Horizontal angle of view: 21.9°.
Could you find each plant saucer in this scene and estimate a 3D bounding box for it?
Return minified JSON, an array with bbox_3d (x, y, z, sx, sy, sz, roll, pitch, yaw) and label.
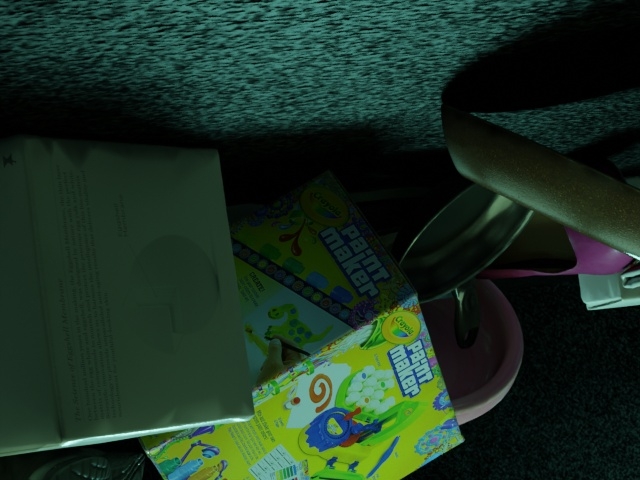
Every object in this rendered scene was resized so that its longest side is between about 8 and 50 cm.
[{"bbox_3d":[0.225,-0.021,1.276,0.310,0.050,0.310,26,-176,-2],"label":"plant saucer"},{"bbox_3d":[0.064,0.113,1.903,0.332,0.332,0.084,-5,130,-24],"label":"plant saucer"}]

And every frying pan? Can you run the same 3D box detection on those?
[{"bbox_3d":[0.165,0.002,1.706,0.197,0.053,0.326,-43,156,5],"label":"frying pan"}]

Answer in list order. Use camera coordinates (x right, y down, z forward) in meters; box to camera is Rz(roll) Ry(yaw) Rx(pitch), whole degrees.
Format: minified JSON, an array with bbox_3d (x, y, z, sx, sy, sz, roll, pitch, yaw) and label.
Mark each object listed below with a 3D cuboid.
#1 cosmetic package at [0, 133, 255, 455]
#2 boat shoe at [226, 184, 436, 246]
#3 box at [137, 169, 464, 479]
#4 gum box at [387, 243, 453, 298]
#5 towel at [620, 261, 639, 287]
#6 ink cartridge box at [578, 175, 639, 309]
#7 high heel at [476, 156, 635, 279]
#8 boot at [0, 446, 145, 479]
[{"bbox_3d":[-0.183,0.044,1.274,0.138,0.224,0.224,-12,172,33],"label":"cosmetic package"},{"bbox_3d":[0.000,0.001,1.722,0.305,0.091,0.109,-8,173,-1],"label":"boat shoe"},{"bbox_3d":[-0.039,0.136,1.598,0.279,0.177,0.290,-29,143,-6],"label":"box"},{"bbox_3d":[0.036,0.023,1.849,0.184,0.041,0.157,-5,-153,-25],"label":"gum box"},{"bbox_3d":[0.479,-0.050,1.664,0.329,0.037,0.237,-28,179,-19],"label":"towel"},{"bbox_3d":[0.410,-0.003,1.969,0.203,0.148,0.086,-6,174,-23],"label":"ink cartridge box"},{"bbox_3d":[0.216,-0.002,1.791,0.181,0.127,0.377,-15,177,-10],"label":"high heel"},{"bbox_3d":[-0.246,0.201,1.339,0.161,0.083,0.246,8,177,7],"label":"boot"}]
